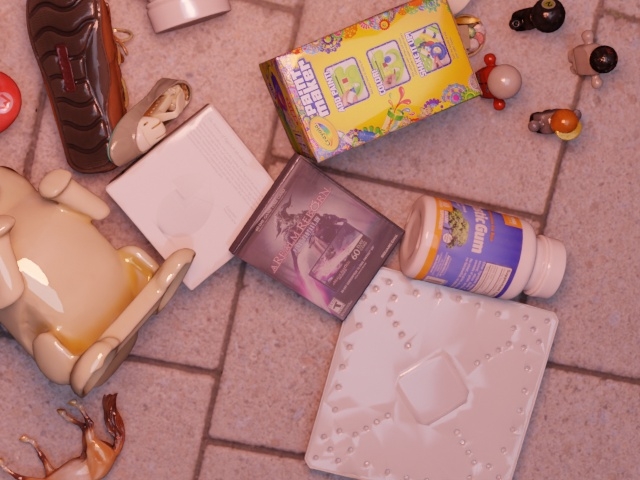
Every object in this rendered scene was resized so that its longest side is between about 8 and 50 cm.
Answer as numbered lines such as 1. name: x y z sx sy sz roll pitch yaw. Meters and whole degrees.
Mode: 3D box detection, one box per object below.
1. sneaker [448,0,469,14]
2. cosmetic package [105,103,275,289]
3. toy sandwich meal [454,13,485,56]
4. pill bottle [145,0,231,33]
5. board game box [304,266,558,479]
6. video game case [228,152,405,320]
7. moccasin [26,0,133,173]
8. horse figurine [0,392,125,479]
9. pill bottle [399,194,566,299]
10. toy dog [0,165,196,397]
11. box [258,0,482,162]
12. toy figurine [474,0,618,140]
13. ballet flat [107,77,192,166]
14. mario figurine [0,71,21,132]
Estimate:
1. sneaker: 0.268 -0.562 1.710 0.148 0.131 0.350 35 89 -8
2. cosmetic package: -0.204 -0.079 1.702 0.225 0.138 0.224 -38 102 -1
3. toy sandwich meal: 0.257 -0.366 1.785 0.086 0.029 0.085 -1 98 -8
4. pill bottle: -0.251 -0.491 1.624 0.160 0.160 0.283 -18 100 -6
5. board game box: 0.203 0.270 1.851 0.390 0.050 0.389 15 94 -8
6. video game case: 0.000 0.000 1.699 0.274 0.026 0.196 34 92 -37
7. moccasin: -0.385 -0.304 1.653 0.139 0.147 0.380 -13 104 8
8. horse figurine: -0.441 0.389 1.774 0.263 0.066 0.174 -39 96 1
9. pill bottle: 0.291 0.020 1.784 0.272 0.152 0.152 13 96 -10
10. toy dog: -0.455 0.032 1.614 0.408 0.395 0.284 39 66 0
11. box: 0.069 -0.264 1.639 0.279 0.290 0.177 -24 101 -5
12. toy figurine: 0.398 -0.299 1.756 0.210 0.148 0.213 34 92 -12
13. ballet flat: -0.276 -0.201 1.651 0.068 0.213 0.072 4 134 24
14. mario figurine: -0.636 -0.264 1.591 0.321 0.170 0.198 19 129 -3
